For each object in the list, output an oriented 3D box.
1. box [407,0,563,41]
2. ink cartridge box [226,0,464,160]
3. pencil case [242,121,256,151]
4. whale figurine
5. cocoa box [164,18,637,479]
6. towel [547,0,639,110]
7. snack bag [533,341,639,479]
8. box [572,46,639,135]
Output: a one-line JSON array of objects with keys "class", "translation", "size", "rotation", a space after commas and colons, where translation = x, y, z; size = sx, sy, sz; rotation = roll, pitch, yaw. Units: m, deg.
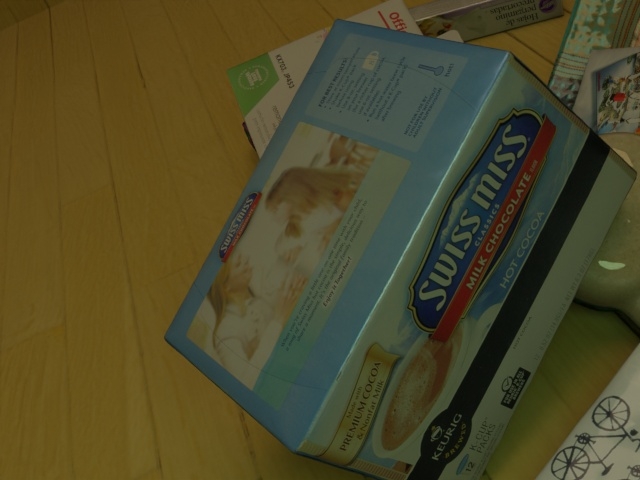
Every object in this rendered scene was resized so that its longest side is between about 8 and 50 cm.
[{"class": "box", "translation": [0.237, -0.373, 1.497], "size": [0.324, 0.063, 0.067], "rotation": [-13, 37, 16]}, {"class": "ink cartridge box", "translation": [0.065, -0.216, 1.290], "size": [0.353, 0.119, 0.207], "rotation": [-23, 54, 0]}, {"class": "pencil case", "translation": [-0.045, -0.190, 1.417], "size": [0.151, 0.064, 0.070], "rotation": [-26, 18, -2]}, {"class": "whale figurine", "translation": [0.345, -0.002, 0.889], "size": [0.272, 0.141, 0.216], "rotation": [9, 73, 11]}, {"class": "cocoa box", "translation": [0.069, 0.015, 0.805], "size": [0.231, 0.228, 0.347], "rotation": [28, 89, 49]}, {"class": "towel", "translation": [0.455, -0.317, 1.159], "size": [0.271, 0.040, 0.370], "rotation": [13, 78, 43]}, {"class": "snack bag", "translation": [0.319, 0.211, 0.637], "size": [0.323, 0.037, 0.342], "rotation": [-46, 38, -14]}, {"class": "box", "translation": [0.372, -0.129, 1.045], "size": [0.159, 0.044, 0.233], "rotation": [4, 59, 36]}]
